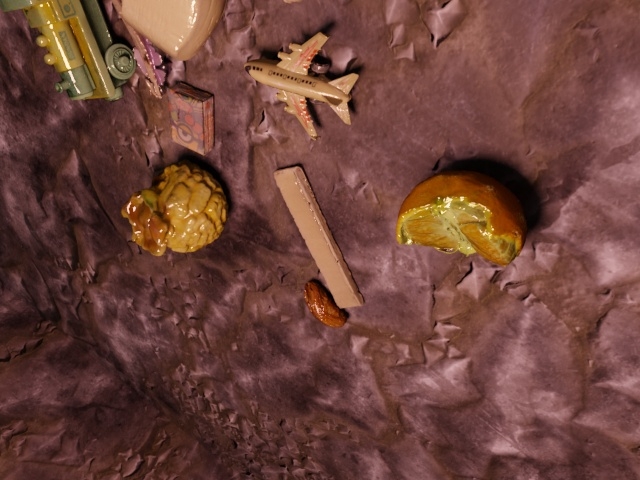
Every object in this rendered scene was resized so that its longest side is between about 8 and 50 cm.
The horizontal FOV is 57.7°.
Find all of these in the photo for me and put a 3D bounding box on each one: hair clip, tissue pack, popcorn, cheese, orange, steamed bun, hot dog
[{"bbox_3d":[-0.412,-0.468,1.338,0.106,0.084,0.292,7,130,27],"label":"hair clip"},{"bbox_3d":[-0.311,-0.293,1.404,0.108,0.060,0.148,25,134,18],"label":"tissue pack"},{"bbox_3d":[-0.365,-0.073,1.492,0.257,0.270,0.224,-31,110,0],"label":"popcorn"},{"bbox_3d":[-0.002,0.001,1.421,0.085,0.034,0.400,-7,117,39],"label":"cheese"},{"bbox_3d":[0.265,-0.050,1.084,0.237,0.158,0.179,7,163,38],"label":"orange"},{"bbox_3d":[-0.277,-0.504,1.151,0.200,0.155,0.250,32,129,8],"label":"steamed bun"},{"bbox_3d":[0.005,0.173,1.518,0.147,0.065,0.099,48,172,-7],"label":"hot dog"}]

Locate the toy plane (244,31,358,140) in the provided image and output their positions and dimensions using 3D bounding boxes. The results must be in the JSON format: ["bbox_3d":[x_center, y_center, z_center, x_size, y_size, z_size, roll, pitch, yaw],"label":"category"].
[{"bbox_3d":[-0.040,-0.319,1.164,0.244,0.092,0.229,27,136,19],"label":"toy plane"}]

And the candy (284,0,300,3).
[{"bbox_3d":[-0.024,-0.531,0.868,0.179,0.135,0.321,-2,148,23],"label":"candy"}]

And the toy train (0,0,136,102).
[{"bbox_3d":[-0.571,-0.479,1.326,0.150,0.237,0.369,5,125,31],"label":"toy train"}]
